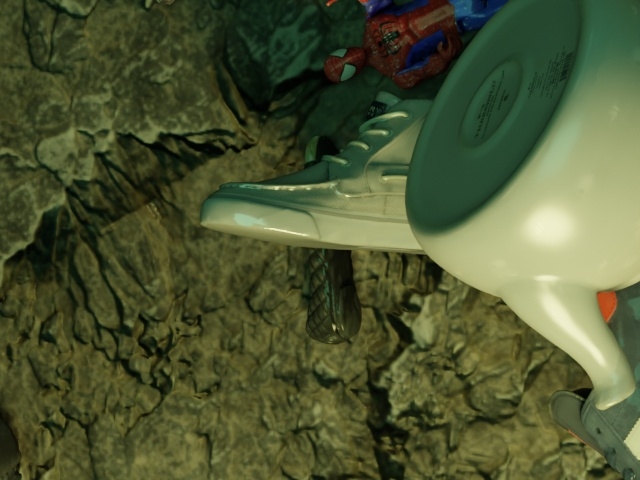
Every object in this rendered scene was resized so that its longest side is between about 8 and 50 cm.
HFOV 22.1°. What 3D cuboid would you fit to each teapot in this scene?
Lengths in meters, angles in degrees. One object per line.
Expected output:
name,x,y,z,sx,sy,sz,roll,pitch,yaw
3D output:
teapot,0.195,-0.058,1.173,0.187,0.252,0.256,27,108,-20

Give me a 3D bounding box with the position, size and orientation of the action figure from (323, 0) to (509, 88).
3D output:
action figure,0.116,-0.193,1.267,0.280,0.139,0.091,-26,84,18

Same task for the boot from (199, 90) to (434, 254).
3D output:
boot,0.033,-0.055,1.281,0.258,0.095,0.123,5,86,-21

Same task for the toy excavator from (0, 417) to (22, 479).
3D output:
toy excavator,-0.339,0.382,1.407,0.432,0.222,0.445,6,108,15

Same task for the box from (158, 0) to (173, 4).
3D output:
box,-0.111,-0.279,1.378,0.137,0.027,0.094,-40,81,14

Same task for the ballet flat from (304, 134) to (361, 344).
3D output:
ballet flat,0.000,0.000,1.348,0.049,0.057,0.173,-5,88,36

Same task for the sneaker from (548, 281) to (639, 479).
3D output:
sneaker,0.260,0.162,1.249,0.148,0.131,0.350,-15,79,14
